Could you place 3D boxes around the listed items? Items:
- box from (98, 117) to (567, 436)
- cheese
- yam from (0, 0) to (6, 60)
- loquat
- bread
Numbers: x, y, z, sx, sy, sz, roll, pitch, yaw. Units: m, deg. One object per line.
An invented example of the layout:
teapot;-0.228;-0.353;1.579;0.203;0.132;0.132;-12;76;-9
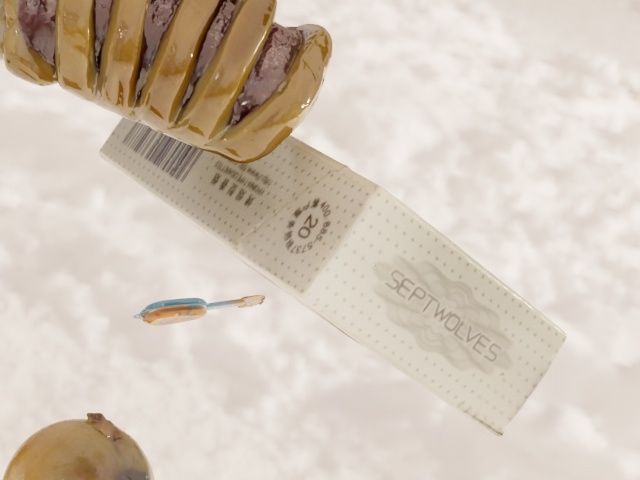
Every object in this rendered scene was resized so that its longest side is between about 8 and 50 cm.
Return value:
box;0.000;-0.001;1.305;0.210;0.095;0.330;36;-3;-35
cheese;-0.101;0.056;1.507;0.111;0.017;0.047;-8;-11;-8
yam;-0.385;-0.169;1.303;0.356;0.081;0.081;2;18;-6
loquat;-0.227;0.241;1.702;0.137;0.163;0.163;25;19;19
bread;-0.103;-0.137;1.178;0.225;0.081;0.134;23;50;-9
